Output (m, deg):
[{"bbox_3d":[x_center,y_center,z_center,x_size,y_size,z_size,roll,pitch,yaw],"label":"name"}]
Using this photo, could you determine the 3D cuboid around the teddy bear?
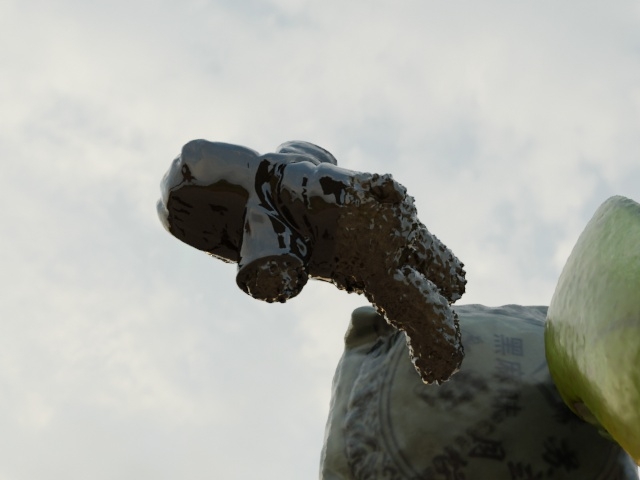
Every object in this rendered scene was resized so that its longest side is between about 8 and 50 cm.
[{"bbox_3d":[0.006,-0.006,0.572,0.160,0.119,0.078,24,-57,-11],"label":"teddy bear"}]

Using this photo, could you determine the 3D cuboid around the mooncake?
[{"bbox_3d":[0.124,0.162,0.984,0.250,0.255,0.136,4,-32,0],"label":"mooncake"}]

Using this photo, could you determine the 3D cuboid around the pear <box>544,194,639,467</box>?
[{"bbox_3d":[0.228,0.071,0.794,0.238,0.255,0.164,26,-85,-36],"label":"pear"}]
